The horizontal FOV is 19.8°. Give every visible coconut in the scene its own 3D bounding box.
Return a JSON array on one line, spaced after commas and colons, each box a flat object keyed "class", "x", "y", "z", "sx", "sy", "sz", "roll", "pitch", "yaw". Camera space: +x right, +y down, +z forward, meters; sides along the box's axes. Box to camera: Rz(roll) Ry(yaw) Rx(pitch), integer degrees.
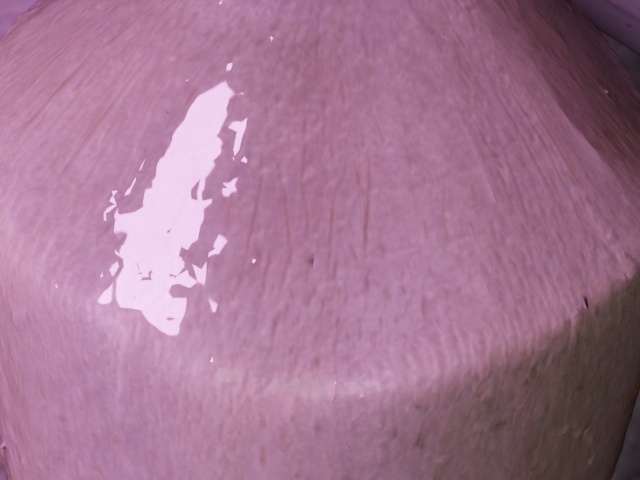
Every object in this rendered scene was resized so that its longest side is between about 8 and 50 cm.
[{"class": "coconut", "x": 0.000, "y": 0.000, "z": 0.614, "sx": 0.237, "sy": 0.237, "sz": 0.266, "roll": -4, "pitch": 129, "yaw": -2}]

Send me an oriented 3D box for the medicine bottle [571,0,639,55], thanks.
[{"class": "medicine bottle", "x": 0.199, "y": -0.109, "z": 0.654, "sx": 0.296, "sy": 0.111, "sz": 0.161, "roll": 28, "pitch": 135, "yaw": -19}]
